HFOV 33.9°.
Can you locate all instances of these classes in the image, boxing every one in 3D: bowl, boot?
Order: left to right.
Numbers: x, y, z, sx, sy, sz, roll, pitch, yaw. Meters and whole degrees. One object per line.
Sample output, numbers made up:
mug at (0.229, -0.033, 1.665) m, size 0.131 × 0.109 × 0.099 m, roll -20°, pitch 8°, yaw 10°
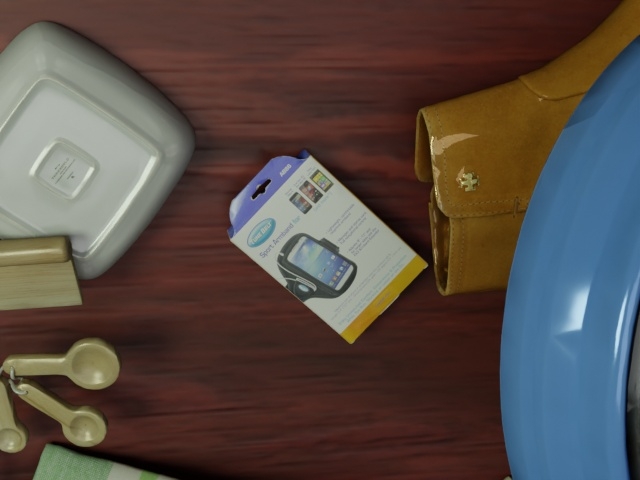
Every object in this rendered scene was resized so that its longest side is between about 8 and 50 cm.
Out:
bowl at (-0.162, -0.051, 0.672) m, size 0.142 × 0.053 × 0.142 m, roll 35°, pitch 96°, yaw -20°
boot at (0.169, -0.099, 0.698) m, size 0.211 × 0.104 × 0.295 m, roll -4°, pitch 112°, yaw -11°
bowl at (0.275, 0.046, 0.638) m, size 0.391 × 0.077 × 0.391 m, roll -8°, pitch 104°, yaw -34°

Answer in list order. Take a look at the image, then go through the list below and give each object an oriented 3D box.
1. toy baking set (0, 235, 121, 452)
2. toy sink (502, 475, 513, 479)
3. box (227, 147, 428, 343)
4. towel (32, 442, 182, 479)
toy baking set at (-0.249, 0.088, 0.680) m, size 0.256 × 0.030 × 0.197 m, roll -27°, pitch 111°, yaw 12°
toy sink at (0.197, 0.328, 0.824) m, size 0.234 × 0.131 × 0.153 m, roll 39°, pitch 97°, yaw -20°
box at (0.000, 0.000, 0.735) m, size 0.136 × 0.028 × 0.081 m, roll 43°, pitch 95°, yaw -18°
towel at (-0.071, 0.303, 0.718) m, size 0.325 × 0.038 × 0.248 m, roll 15°, pitch 74°, yaw 1°
